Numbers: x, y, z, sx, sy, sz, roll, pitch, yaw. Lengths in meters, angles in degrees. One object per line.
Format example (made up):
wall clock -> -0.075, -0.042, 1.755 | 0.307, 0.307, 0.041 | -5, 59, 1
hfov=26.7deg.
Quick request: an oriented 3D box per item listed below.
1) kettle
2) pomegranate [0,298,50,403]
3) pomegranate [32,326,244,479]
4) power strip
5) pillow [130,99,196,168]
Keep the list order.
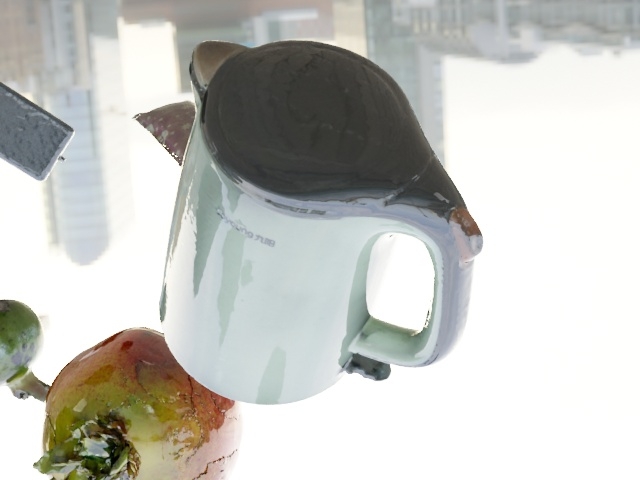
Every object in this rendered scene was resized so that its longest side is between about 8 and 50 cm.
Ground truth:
kettle -> 0.000, 0.000, 0.951 | 0.240, 0.255, 0.165 | 32, -126, 11
pomegranate -> -0.373, 0.139, 1.599 | 0.122, 0.161, 0.122 | -36, -176, 3
pomegranate -> -0.186, 0.193, 1.354 | 0.210, 0.210, 0.235 | 1, -173, 22
power strip -> -0.507, -0.192, 2.097 | 0.257, 0.105, 0.070 | 33, 179, -12
pillow -> -0.199, -0.165, 2.023 | 0.118, 0.043, 0.185 | -18, -143, -30
